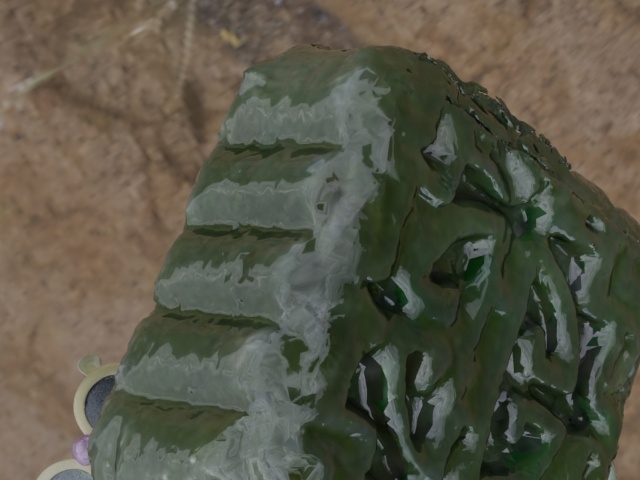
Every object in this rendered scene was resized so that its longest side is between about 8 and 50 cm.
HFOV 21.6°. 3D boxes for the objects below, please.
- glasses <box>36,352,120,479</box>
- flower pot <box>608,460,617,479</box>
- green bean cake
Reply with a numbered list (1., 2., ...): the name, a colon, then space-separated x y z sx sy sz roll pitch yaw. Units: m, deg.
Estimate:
1. glasses: -0.216 0.233 1.705 0.088 0.190 0.220 19 164 11
2. flower pot: 0.162 0.332 1.628 0.254 0.164 0.368 -7 118 3
3. green bean cake: 0.031 0.041 0.597 0.183 0.185 0.094 31 160 -36
